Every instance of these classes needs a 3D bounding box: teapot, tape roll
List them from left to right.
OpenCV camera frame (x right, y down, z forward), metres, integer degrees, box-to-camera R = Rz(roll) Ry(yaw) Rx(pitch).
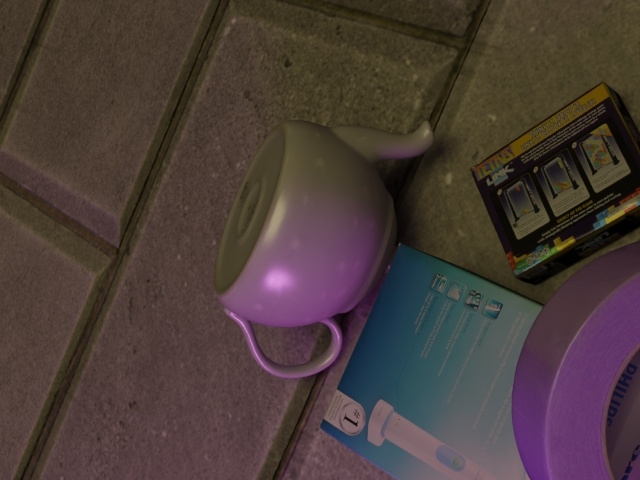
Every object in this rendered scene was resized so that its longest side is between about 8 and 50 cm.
[{"bbox_3d":[0.000,0.000,1.106,0.256,0.187,0.252,-44,30,54],"label":"teapot"},{"bbox_3d":[0.297,0.135,0.766,0.090,0.275,0.274,-129,61,-81],"label":"tape roll"}]

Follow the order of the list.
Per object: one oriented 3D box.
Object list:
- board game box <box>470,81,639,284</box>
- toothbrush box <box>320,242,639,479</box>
[{"bbox_3d":[0.254,-0.056,0.992,0.170,0.048,0.141,-33,57,29],"label":"board game box"},{"bbox_3d":[0.175,0.159,0.947,0.296,0.126,0.216,25,93,41],"label":"toothbrush box"}]
